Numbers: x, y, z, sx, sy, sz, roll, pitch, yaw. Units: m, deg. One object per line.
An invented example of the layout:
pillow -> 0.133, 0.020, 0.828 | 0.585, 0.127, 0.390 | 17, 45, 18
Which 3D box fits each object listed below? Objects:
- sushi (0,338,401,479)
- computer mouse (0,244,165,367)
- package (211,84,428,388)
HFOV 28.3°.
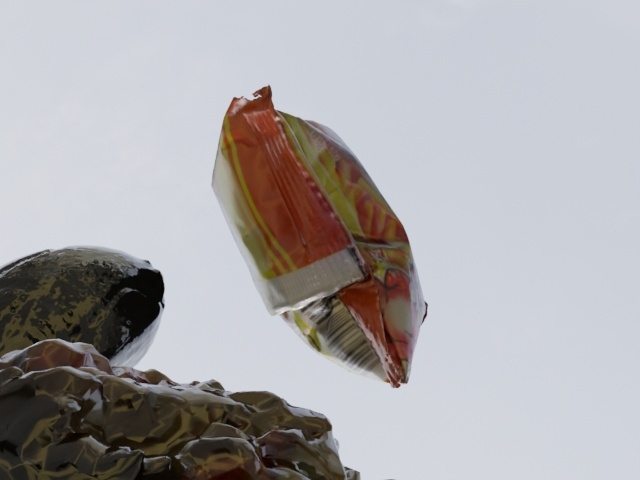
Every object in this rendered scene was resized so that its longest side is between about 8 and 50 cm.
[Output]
sushi -> -0.066, 0.142, 0.462 | 0.238, 0.225, 0.219 | -10, -93, 1
computer mouse -> -0.186, 0.072, 0.791 | 0.122, 0.073, 0.217 | 26, -121, 26
package -> -0.003, -0.006, 0.909 | 0.108, 0.288, 0.223 | -30, -90, 1
